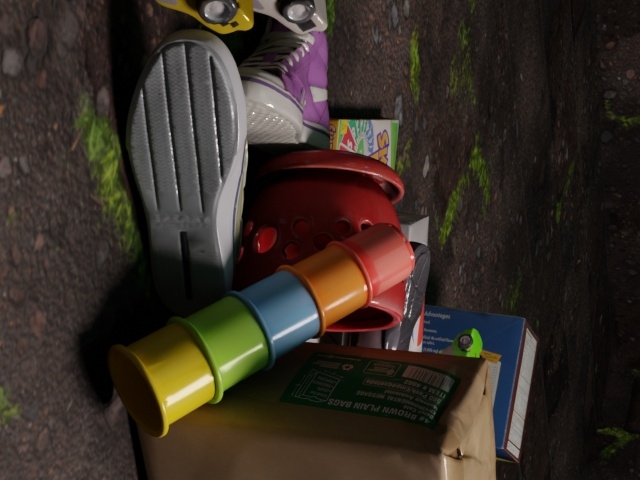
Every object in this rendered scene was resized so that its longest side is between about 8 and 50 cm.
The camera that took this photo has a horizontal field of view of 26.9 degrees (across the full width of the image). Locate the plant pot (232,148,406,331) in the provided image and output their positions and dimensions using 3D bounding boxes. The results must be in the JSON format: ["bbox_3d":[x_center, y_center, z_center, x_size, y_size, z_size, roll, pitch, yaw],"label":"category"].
[{"bbox_3d":[0.000,0.000,1.465,0.191,0.191,0.174,38,52,-66],"label":"plant pot"}]

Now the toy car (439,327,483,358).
[{"bbox_3d":[0.177,0.223,1.827,0.239,0.053,0.225,58,40,-48],"label":"toy car"}]

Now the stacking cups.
[{"bbox_3d":[-0.050,0.068,1.281,0.316,0.096,0.096,-31,130,-29],"label":"stacking cups"}]

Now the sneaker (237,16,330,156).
[{"bbox_3d":[-0.054,-0.182,1.400,0.282,0.102,0.161,21,72,-79],"label":"sneaker"}]

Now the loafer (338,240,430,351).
[{"bbox_3d":[0.053,0.138,1.589,0.109,0.095,0.303,-12,116,-66],"label":"loafer"}]

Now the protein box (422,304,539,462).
[{"bbox_3d":[0.213,0.217,2.046,0.136,0.199,0.201,46,53,-64],"label":"protein box"}]

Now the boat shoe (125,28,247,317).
[{"bbox_3d":[-0.121,-0.068,1.266,0.094,0.109,0.302,-75,171,-56],"label":"boat shoe"}]

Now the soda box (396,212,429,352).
[{"bbox_3d":[0.086,0.106,1.829,0.091,0.098,0.286,-23,117,-66],"label":"soda box"}]

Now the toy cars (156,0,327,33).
[{"bbox_3d":[-0.103,-0.266,1.244,0.176,0.087,0.393,69,21,-1],"label":"toy cars"}]

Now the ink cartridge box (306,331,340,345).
[{"bbox_3d":[0.015,0.044,1.629,0.209,0.062,0.109,-66,153,-18],"label":"ink cartridge box"}]

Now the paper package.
[{"bbox_3d":[0.003,0.263,1.349,0.168,0.324,0.310,-53,143,-53],"label":"paper package"}]

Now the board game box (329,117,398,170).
[{"bbox_3d":[0.053,-0.101,1.776,0.259,0.039,0.124,-15,112,-70],"label":"board game box"}]
